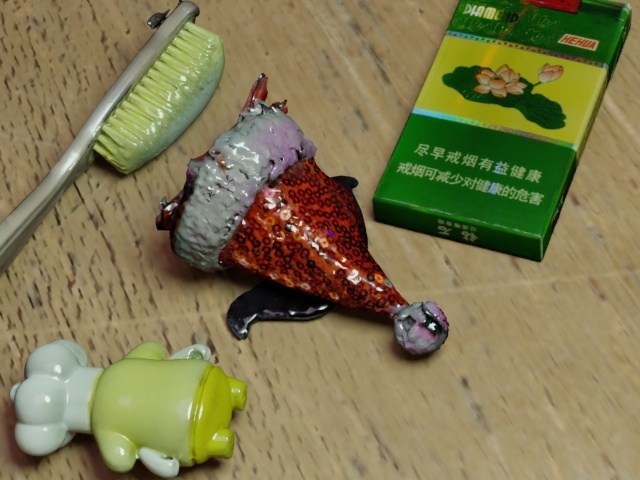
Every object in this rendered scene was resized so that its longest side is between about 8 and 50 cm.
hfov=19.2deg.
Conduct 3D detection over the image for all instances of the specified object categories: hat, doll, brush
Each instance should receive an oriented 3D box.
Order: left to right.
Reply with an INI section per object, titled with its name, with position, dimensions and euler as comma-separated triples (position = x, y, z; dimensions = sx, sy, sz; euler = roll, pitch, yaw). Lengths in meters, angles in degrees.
[brush]
position = -0.164, -0.055, 1.406
dimensions = 0.067, 0.072, 0.313
euler = 31, 63, 11
[doll]
position = -0.133, 0.111, 1.277
dimensions = 0.162, 0.062, 0.106
euler = 6, 50, 11
[hat]
position = 0.001, 0.000, 1.327
dimensions = 0.227, 0.129, 0.140
euler = 36, 50, 13

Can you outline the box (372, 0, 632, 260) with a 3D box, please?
[box]
position = 0.139, -0.098, 1.415
dimensions = 0.132, 0.034, 0.235
euler = 13, 57, 17
